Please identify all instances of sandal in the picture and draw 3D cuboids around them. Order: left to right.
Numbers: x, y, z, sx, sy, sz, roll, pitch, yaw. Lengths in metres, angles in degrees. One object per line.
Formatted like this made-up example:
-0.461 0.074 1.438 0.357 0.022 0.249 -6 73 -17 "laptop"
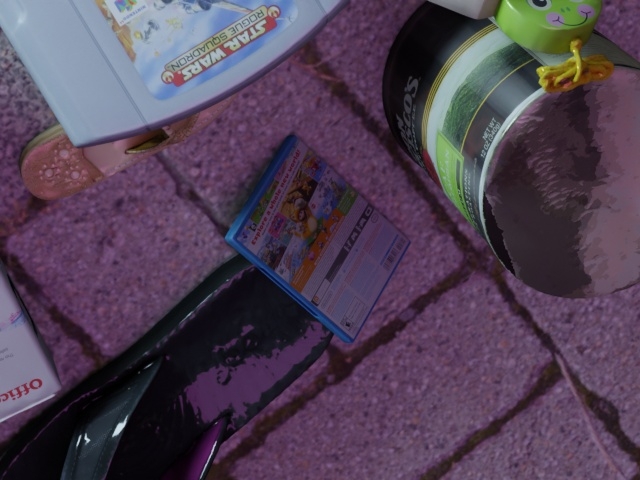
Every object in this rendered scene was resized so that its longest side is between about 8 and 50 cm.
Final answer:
-0.162 0.190 1.716 0.167 0.107 0.446 39 97 -28 "sandal"
-0.150 -0.101 1.605 0.240 0.079 0.088 -32 118 -1 "sandal"

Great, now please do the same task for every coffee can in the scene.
0.189 -0.097 1.595 0.201 0.275 0.201 -6 114 -14 "coffee can"

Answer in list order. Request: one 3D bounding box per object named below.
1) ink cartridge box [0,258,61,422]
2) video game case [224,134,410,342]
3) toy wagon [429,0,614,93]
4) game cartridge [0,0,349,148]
-0.325 0.078 1.637 0.127 0.072 0.175 -25 118 -5 "ink cartridge box"
0.000 0.000 1.700 0.166 0.015 0.119 42 68 -28 "video game case"
0.135 -0.264 1.475 0.267 0.344 0.068 -15 147 -24 "toy wagon"
-0.114 -0.213 1.539 0.297 0.062 0.198 -32 88 -1 "game cartridge"
